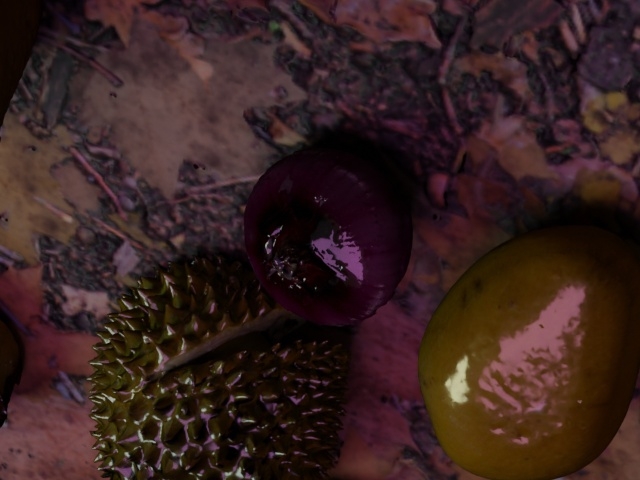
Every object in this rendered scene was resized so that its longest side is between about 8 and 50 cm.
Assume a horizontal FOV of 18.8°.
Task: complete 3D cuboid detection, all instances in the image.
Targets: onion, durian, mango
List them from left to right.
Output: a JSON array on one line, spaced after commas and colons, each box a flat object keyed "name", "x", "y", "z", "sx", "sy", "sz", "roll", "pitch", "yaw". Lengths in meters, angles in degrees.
[{"name": "durian", "x": -0.086, "y": 0.135, "z": 1.314, "sx": 0.193, "sy": 0.138, "sz": 0.237, "roll": 19, "pitch": 132, "yaw": 7}, {"name": "onion", "x": 0.000, "y": 0.000, "z": 1.198, "sx": 0.115, "sy": 0.104, "sz": 0.115, "roll": 12, "pitch": 116, "yaw": 26}, {"name": "mango", "x": 0.138, "y": 0.068, "z": 1.202, "sx": 0.137, "sy": 0.098, "sz": 0.195, "roll": 33, "pitch": 124, "yaw": -1}]

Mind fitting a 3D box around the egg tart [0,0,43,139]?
[{"name": "egg tart", "x": -0.268, "y": -0.121, "z": 1.165, "sx": 0.215, "sy": 0.171, "sz": 0.215, "roll": 11, "pitch": 128, "yaw": 14}]

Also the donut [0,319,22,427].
[{"name": "donut", "x": -0.282, "y": 0.092, "z": 1.411, "sx": 0.140, "sy": 0.059, "sz": 0.140, "roll": 12, "pitch": 130, "yaw": 14}]
